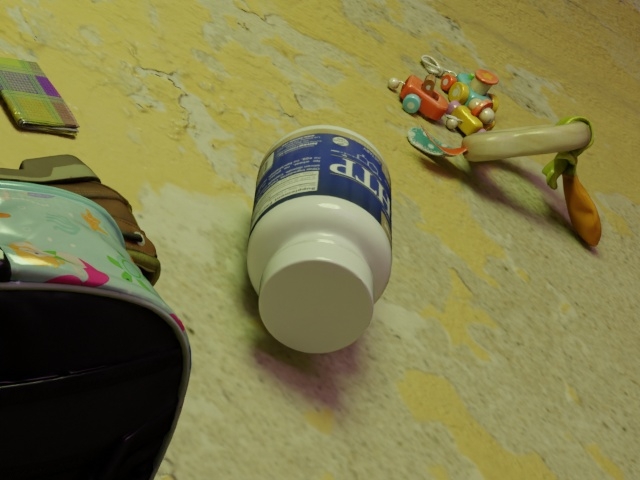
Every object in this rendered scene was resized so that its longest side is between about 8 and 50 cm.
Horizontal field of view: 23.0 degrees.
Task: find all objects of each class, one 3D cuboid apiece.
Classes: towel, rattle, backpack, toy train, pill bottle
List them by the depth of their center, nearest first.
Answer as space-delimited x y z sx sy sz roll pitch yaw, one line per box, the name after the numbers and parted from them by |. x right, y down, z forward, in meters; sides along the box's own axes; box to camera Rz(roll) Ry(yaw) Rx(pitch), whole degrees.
-0.197 0.069 0.736 0.253 0.225 0.191 3 33 -34 | backpack
0.000 0.000 1.211 0.112 0.112 0.187 29 29 -15 | pill bottle
-0.228 -0.113 1.229 0.060 0.009 0.083 2 43 -47 | towel
0.187 -0.059 1.618 0.199 0.143 0.130 -13 24 -35 | rattle
0.145 -0.166 1.713 0.125 0.046 0.166 36 27 -3 | toy train

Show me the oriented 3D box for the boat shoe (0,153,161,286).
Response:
-0.194 0.020 0.951 0.104 0.111 0.307 41 27 10 | boat shoe
